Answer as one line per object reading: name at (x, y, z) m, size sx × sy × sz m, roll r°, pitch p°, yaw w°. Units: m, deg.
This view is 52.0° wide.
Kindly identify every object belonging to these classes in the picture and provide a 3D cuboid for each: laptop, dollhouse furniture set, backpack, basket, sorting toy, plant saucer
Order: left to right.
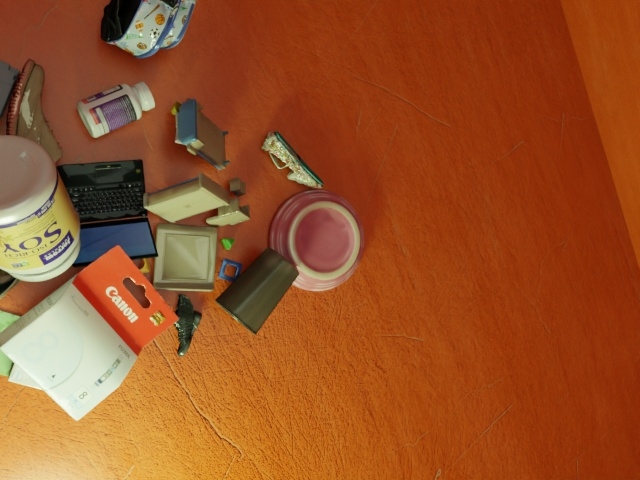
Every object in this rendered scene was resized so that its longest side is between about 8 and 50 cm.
laptop at (-0.589, -0.081, 1.820) m, size 0.234 × 0.136 × 0.264 m, roll -7°, pitch 104°, yaw -24°
backpack at (-0.484, -0.639, 1.814) m, size 0.213 × 0.276 × 0.263 m, roll 29°, pitch 82°, yaw -34°
sorting toy at (-0.405, 0.051, 1.954) m, size 0.348 × 0.047 × 0.195 m, roll 4°, pitch 84°, yaw -24°
dollhouse furniture set at (-0.372, -0.220, 1.947) m, size 0.286 × 0.198 × 0.303 m, roll 37°, pitch 42°, yaw -59°
basket at (-0.183, 0.145, 1.963) m, size 0.154 × 0.204 × 0.227 m, roll 36°, pitch 79°, yaw 20°
plant saucer at (0.000, 0.000, 2.107) m, size 0.332 × 0.084 × 0.332 m, roll 0°, pitch 91°, yaw -23°

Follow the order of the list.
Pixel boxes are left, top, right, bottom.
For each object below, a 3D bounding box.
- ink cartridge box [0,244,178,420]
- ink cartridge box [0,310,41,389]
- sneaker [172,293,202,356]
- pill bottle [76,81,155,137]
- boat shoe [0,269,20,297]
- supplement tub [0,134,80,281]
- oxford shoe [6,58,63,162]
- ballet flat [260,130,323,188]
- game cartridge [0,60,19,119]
ink cartridge box at (-0.603, 0.249, 1.766) m, size 0.385 × 0.091 × 0.308 m, roll -40°, pitch 122°, yaw -15°
ink cartridge box at (-0.813, 0.295, 1.776) m, size 0.235 × 0.056 × 0.171 m, roll 22°, pitch 82°, yaw -24°
sneaker at (-0.414, 0.252, 1.951) m, size 0.089 × 0.051 × 0.170 m, roll 28°, pitch 75°, yaw -21°
pill bottle at (-0.571, -0.374, 1.843) m, size 0.193 × 0.108 × 0.108 m, roll -29°, pitch 102°, yaw -20°
boat shoe at (-0.891, 0.123, 1.712) m, size 0.302 × 0.103 × 0.113 m, roll -42°, pitch 105°, yaw -17°
supplement tub at (-0.722, -0.065, 1.578) m, size 0.241 × 0.331 × 0.241 m, roll 2°, pitch 59°, yaw -3°
oxford shoe at (-0.764, -0.277, 1.754) m, size 0.147 × 0.140 × 0.396 m, roll 7°, pitch 98°, yaw -27°
ballet flat at (-0.093, -0.242, 2.077) m, size 0.077 × 0.091 × 0.241 m, roll -40°, pitch 103°, yaw 13°
game cartridge at (-0.918, -0.355, 1.677) m, size 0.198 × 0.062 × 0.297 m, roll 18°, pitch 63°, yaw -18°
